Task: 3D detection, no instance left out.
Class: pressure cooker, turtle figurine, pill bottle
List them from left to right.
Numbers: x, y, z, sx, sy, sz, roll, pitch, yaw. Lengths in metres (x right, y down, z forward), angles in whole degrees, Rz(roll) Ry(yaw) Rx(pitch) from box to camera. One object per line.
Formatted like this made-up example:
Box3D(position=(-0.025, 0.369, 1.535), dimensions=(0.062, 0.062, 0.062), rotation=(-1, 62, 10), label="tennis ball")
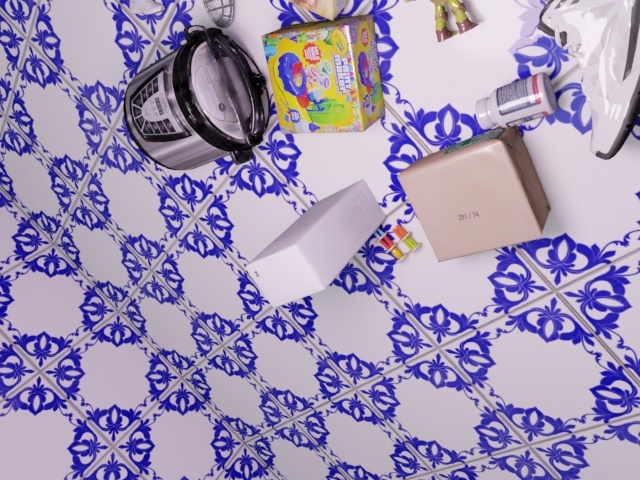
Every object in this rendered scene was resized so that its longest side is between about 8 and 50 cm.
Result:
Box3D(position=(-0.366, -0.441, 1.718), dimensions=(0.421, 0.375, 0.370), rotation=(-11, 147, 36), label="pressure cooker")
Box3D(position=(0.317, -0.622, 1.351), dimensions=(0.270, 0.087, 0.217), rotation=(-12, 112, 37), label="turtle figurine")
Box3D(position=(0.499, -0.352, 1.398), dimensions=(0.180, 0.108, 0.107), rotation=(-13, 111, 37), label="pill bottle")

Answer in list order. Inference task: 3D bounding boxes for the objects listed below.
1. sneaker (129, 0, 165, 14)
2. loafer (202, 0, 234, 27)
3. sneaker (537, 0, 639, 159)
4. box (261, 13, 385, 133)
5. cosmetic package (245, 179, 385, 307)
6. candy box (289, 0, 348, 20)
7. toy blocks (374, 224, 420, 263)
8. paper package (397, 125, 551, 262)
Box3D(position=(-0.591, -0.797, 1.833), dimensions=(0.152, 0.054, 0.061), rotation=(14, 123, 25), label="sneaker")
Box3D(position=(-0.328, -0.796, 1.667), dimensions=(0.096, 0.084, 0.267), rotation=(-15, 118, 5), label="loafer")
Box3D(position=(0.631, -0.424, 1.260), dimensions=(0.258, 0.169, 0.446), rotation=(20, 120, 32), label="sneaker")
Box3D(position=(0.016, -0.477, 1.576), dimensions=(0.280, 0.177, 0.289), rotation=(4, 121, 29), label="box")
Box3D(position=(0.000, 0.000, 1.705), dimensions=(0.230, 0.453, 0.161), rotation=(-23, 105, 40), label="cosmetic package")
Box3D(position=(-0.027, -0.742, 1.392), dimensions=(0.183, 0.087, 0.316), rotation=(30, 160, 15), label="candy box")
Box3D(position=(0.244, -0.008, 1.815), dimensions=(0.148, 0.054, 0.123), rotation=(46, 133, -1), label="toy blocks")
Box3D(position=(0.436, -0.128, 1.542), dimensions=(0.325, 0.168, 0.309), rotation=(-17, 109, 39), label="paper package")
